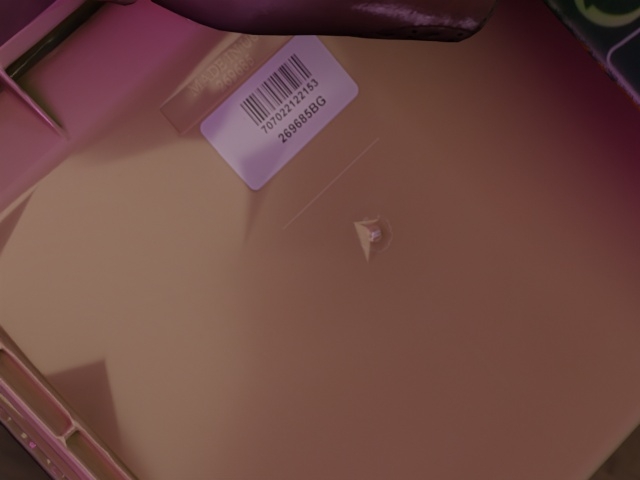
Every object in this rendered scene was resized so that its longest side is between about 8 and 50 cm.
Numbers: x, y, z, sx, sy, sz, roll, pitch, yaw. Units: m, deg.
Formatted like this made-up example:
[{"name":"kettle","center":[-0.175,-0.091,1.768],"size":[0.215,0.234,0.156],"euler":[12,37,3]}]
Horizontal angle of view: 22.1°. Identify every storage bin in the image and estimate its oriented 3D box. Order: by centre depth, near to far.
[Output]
[{"name":"storage bin","center":[0.000,0.000,0.618],"size":[0.262,0.123,0.260],"euler":[-44,101,-15]}]

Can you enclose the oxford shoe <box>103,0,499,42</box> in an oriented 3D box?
[{"name":"oxford shoe","center":[-0.021,-0.175,0.533],"size":[0.133,0.130,0.363],"euler":[18,39,-20]}]

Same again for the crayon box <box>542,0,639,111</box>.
[{"name":"crayon box","center":[0.162,-0.122,0.627],"size":[0.081,0.318,0.202],"euler":[-37,105,27]}]
